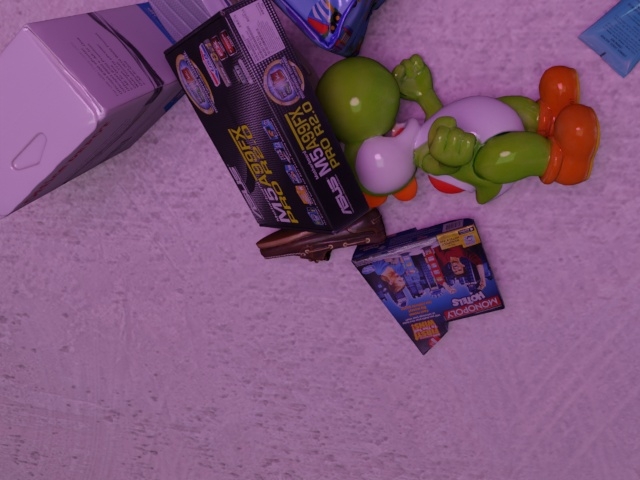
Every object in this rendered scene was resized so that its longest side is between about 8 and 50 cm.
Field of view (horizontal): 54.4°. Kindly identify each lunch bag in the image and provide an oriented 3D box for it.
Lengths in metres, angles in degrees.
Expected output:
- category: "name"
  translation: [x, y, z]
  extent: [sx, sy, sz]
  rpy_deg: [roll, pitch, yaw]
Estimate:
- category: "lunch bag"
  translation: [-0.058, -0.351, 0.727]
  extent: [0.293, 0.221, 0.138]
  rpy_deg: [34, 106, 0]

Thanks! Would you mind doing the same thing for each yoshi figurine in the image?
- category: "yoshi figurine"
  translation: [0.143, -0.157, 0.785]
  extent: [0.362, 0.203, 0.203]
  rpy_deg: [-4, 82, 11]

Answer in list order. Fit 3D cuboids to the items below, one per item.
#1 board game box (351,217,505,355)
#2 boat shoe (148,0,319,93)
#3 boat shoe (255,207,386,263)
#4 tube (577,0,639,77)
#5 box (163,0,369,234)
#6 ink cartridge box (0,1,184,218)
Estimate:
- category: "board game box"
  translation: [0.175, 0.075, 0.965]
  extent: [0.194, 0.060, 0.194]
  rpy_deg: [-17, 110, 22]
- category: "boat shoe"
  translation: [-0.126, -0.289, 0.857]
  extent: [0.302, 0.094, 0.109]
  rpy_deg: [49, 144, -12]
- category: "boat shoe"
  translation: [0.000, 0.000, 0.969]
  extent: [0.207, 0.073, 0.073]
  rpy_deg: [-16, 108, 22]
- category: "tube"
  translation: [0.412, -0.295, 0.733]
  extent: [0.080, 0.052, 0.207]
  rpy_deg: [41, 123, -1]
- category: "box"
  translation: [-0.072, -0.139, 0.763]
  extent: [0.216, 0.060, 0.270]
  rpy_deg: [8, 129, 59]
- category: "ink cartridge box"
  translation: [-0.312, -0.187, 0.831]
  extent: [0.223, 0.307, 0.129]
  rpy_deg: [-34, 102, 26]
